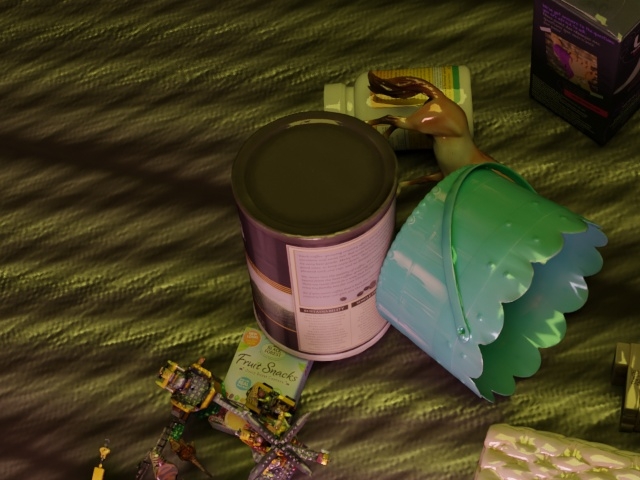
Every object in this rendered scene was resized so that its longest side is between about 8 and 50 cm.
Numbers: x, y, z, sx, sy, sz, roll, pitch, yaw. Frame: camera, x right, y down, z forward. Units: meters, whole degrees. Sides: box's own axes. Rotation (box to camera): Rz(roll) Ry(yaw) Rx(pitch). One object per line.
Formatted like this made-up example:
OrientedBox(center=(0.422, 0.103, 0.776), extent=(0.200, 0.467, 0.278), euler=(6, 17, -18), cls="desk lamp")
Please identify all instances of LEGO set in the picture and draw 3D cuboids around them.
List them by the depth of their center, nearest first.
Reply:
OrientedBox(center=(-0.164, 0.302, 1.473), extent=(0.255, 0.192, 0.331), euler=(36, 83, 18), cls="LEGO set")

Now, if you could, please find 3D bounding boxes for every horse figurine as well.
OrientedBox(center=(0.157, -0.125, 1.652), extent=(0.174, 0.263, 0.066), euler=(-21, 23, 20), cls="horse figurine")

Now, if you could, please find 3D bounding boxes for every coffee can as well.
OrientedBox(center=(0.000, 0.000, 1.549), extent=(0.202, 0.275, 0.201), euler=(-2, 53, 2), cls="coffee can")

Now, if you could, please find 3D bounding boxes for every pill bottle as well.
OrientedBox(center=(0.112, -0.187, 1.729), extent=(0.208, 0.117, 0.117), euler=(-3, 65, 6), cls="pill bottle")

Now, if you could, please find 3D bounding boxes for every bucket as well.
OrientedBox(center=(0.214, 0.047, 1.529), extent=(0.183, 0.281, 0.281), euler=(34, 74, 25), cls="bucket")

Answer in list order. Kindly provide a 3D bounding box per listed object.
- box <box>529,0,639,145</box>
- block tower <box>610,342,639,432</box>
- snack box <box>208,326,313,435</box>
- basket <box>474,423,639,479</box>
OrientedBox(center=(0.392, -0.284, 1.650), extent=(0.143, 0.270, 0.165), euler=(39, 75, 22), cls="box")
OrientedBox(center=(0.534, 0.203, 1.503), extent=(0.336, 0.091, 0.097), euler=(7, 66, 12), cls="block tower")
OrientedBox(center=(-0.078, 0.198, 1.618), extent=(0.100, 0.037, 0.141), euler=(17, 69, 14), cls="snack box")
OrientedBox(center=(0.299, 0.402, 1.348), extent=(0.331, 0.266, 0.328), euler=(12, 68, 15), cls="basket")
